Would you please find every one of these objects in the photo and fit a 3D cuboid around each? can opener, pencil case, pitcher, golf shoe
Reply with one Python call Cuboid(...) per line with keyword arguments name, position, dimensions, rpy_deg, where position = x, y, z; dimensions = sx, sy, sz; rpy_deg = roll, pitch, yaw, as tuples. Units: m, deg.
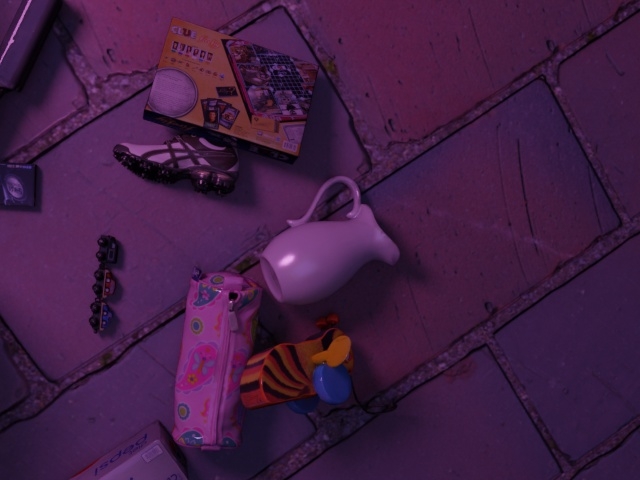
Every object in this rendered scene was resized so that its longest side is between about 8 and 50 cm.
Cuboid(name="can opener", position=(-0.485, -0.260, 1.174), dimensions=(0.095, 0.076, 0.284), rpy_deg=(25, 89, -14))
Cuboid(name="pencil case", position=(-0.165, 0.188, 1.264), dimensions=(0.124, 0.124, 0.284), rpy_deg=(8, 95, -12))
Cuboid(name="pitcher", position=(0.000, 0.000, 1.288), dimensions=(0.207, 0.125, 0.178), rpy_deg=(-23, 79, -19))
Cuboid(name="golf shoe", position=(-0.224, -0.135, 1.250), dimensions=(0.198, 0.077, 0.094), rpy_deg=(14, 76, -14))

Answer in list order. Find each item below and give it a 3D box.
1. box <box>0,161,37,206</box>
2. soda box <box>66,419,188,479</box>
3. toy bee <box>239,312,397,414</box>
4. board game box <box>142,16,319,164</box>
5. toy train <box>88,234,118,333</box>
Cuboid(name="box", position=(-0.483, -0.087, 1.221), dimensions=(0.083, 0.018, 0.067), rpy_deg=(4, 95, -12))
Cuboid(name="soda box", position=(-0.353, 0.413, 1.260), dimensions=(0.286, 0.098, 0.091), rpy_deg=(-33, 102, -6))
Cuboid(name="toy bee", position=(-0.013, 0.199, 1.291), dimensions=(0.195, 0.298, 0.162), rpy_deg=(-16, 67, 20))
Cuboid(name="board game box", position=(-0.136, -0.232, 1.238), dimensions=(0.243, 0.042, 0.165), rpy_deg=(16, 73, -12))
Cuboid(name="toy train", position=(-0.344, 0.070, 1.263), dimensions=(0.036, 0.027, 0.159), rpy_deg=(6, 94, -23))
